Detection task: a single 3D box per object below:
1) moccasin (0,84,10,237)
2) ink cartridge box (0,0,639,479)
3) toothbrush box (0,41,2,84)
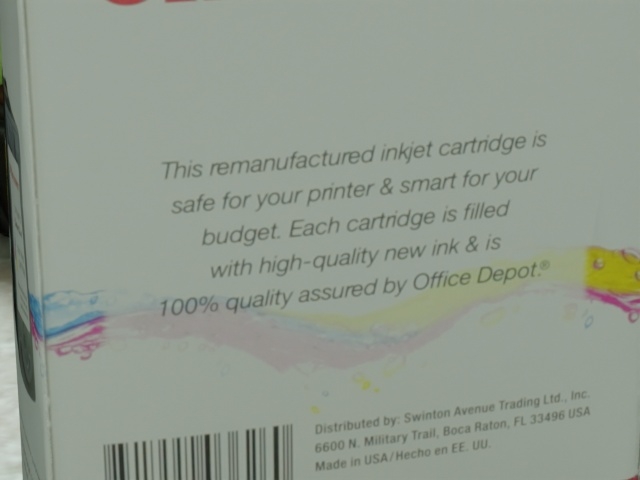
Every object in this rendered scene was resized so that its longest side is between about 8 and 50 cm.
[{"bbox_3d":[-0.073,-0.023,1.045,0.147,0.139,0.380,-20,18,-24],"label":"moccasin"},{"bbox_3d":[0.000,0.000,0.714,0.226,0.306,0.131,-5,21,-14],"label":"ink cartridge box"},{"bbox_3d":[-0.331,-0.136,1.076,0.283,0.122,0.206,-29,63,-7],"label":"toothbrush box"}]
